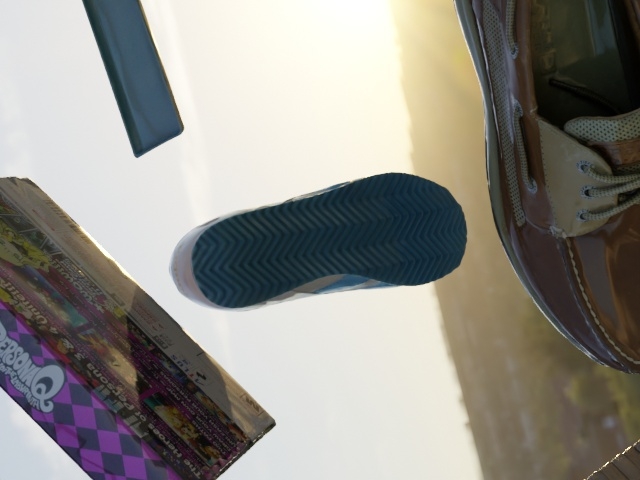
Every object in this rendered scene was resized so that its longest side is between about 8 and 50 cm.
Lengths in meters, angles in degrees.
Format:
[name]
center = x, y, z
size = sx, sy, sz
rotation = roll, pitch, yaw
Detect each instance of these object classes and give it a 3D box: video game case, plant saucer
[video game case]
center = -0.137, 0.055, 0.891
size = 0.232, 0.042, 0.210
rotation = 44, -171, 4
[plant saucer]
center = -0.186, -0.182, 1.528
size = 0.018, 0.067, 0.192
rotation = -9, -104, -57

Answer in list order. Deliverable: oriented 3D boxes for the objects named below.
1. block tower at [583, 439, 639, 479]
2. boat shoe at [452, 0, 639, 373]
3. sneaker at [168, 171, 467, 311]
[block tower]
center = 0.205, 0.292, 1.338
size = 0.091, 0.335, 0.097
rotation = 46, 139, 20
[boat shoe]
center = 0.166, -0.064, 0.963
size = 0.120, 0.122, 0.324
rotation = -147, 35, -75
[sneaker]
center = 0.000, 0.000, 1.127
size = 0.092, 0.229, 0.087
rotation = 176, 88, -66
